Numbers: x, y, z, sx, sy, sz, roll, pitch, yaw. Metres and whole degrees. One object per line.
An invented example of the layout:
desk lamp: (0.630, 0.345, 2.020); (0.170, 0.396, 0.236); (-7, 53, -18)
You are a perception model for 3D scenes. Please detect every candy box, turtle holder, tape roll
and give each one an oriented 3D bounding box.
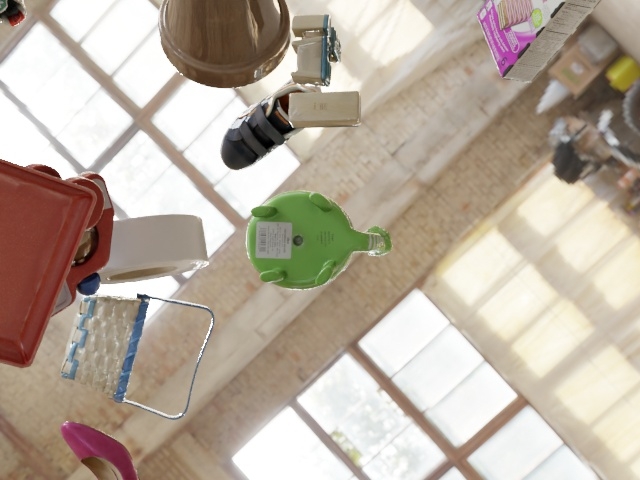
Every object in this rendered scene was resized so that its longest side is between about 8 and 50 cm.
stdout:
candy box: (0.374, -0.407, 1.633); (0.071, 0.233, 0.159); (2, -123, -27)
turtle holder: (-0.014, -0.014, 2.312); (0.243, 0.320, 0.227); (62, -173, 5)
tape roll: (-0.378, 0.023, 1.974); (0.286, 0.286, 0.100); (9, -111, -71)

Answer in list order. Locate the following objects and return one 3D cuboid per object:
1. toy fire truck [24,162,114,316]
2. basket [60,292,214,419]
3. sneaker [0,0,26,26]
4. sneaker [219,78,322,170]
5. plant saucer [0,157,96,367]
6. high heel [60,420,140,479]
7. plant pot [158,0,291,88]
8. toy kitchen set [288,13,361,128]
toy fire truck: (-0.499, 0.016, 1.714); (0.169, 0.302, 0.254); (17, 129, 39)
basket: (-0.394, 0.230, 2.054); (0.288, 0.255, 0.201); (19, 178, -5)
sneaker: (-0.409, -0.303, 1.227); (0.075, 0.057, 0.161); (51, 179, -2)
sneaker: (-0.129, -0.289, 2.369); (0.126, 0.321, 0.127); (43, -168, -18)
plant saucer: (-0.454, 0.010, 1.218); (0.259, 0.259, 0.047); (20, -173, -24)
high heel: (-0.348, 0.404, 1.553); (0.244, 0.082, 0.117); (48, -135, -20)
plant pot: (-0.183, -0.457, 1.787); (0.263, 0.263, 0.229); (50, 161, 20)
toy kitchen set: (0.020, -0.289, 1.712); (0.166, 0.122, 0.207); (48, -138, -76)
